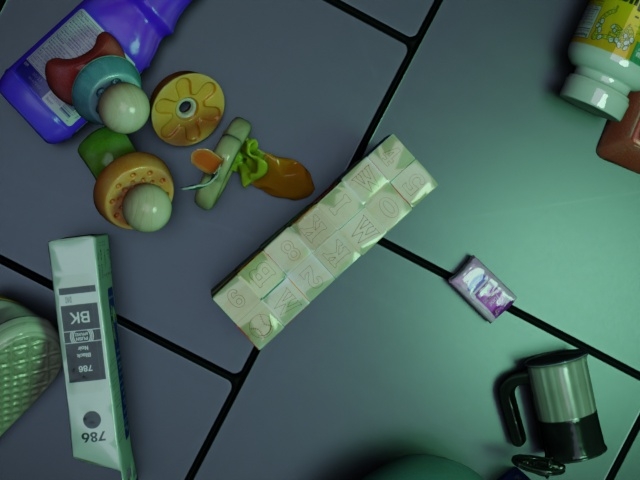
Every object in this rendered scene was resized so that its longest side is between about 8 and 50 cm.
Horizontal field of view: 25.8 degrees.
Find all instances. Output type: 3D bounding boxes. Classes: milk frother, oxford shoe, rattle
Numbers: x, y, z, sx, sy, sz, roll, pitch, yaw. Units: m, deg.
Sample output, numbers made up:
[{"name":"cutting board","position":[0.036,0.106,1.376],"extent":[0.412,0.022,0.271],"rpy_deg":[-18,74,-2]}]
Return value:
[{"name":"milk frother","position":[0.297,0.223,1.791],"extent":[0.129,0.143,0.134],"rpy_deg":[-13,94,4]},{"name":"oxford shoe","position":[-0.509,0.232,1.757],"extent":[0.449,0.169,0.130],"rpy_deg":[-42,50,6]},{"name":"rattle","position":[-0.089,-0.072,1.730],"extent":[0.143,0.200,0.130],"rpy_deg":[43,89,-4]}]

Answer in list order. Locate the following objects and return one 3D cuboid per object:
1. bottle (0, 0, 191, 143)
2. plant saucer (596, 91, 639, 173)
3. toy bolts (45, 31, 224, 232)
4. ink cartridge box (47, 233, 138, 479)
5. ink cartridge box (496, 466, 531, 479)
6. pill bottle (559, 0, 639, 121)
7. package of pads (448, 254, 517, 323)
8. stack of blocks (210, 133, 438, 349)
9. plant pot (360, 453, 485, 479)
[{"name":"bottle","position":[-0.271,-0.250,1.767],"extent":[0.283,0.092,0.118],"rpy_deg":[-43,98,-2]},{"name":"plant saucer","position":[0.532,-0.183,1.845],"extent":[0.259,0.048,0.258],"rpy_deg":[22,90,-5]},{"name":"toy bolts","position":[-0.207,-0.140,1.696],"extent":[0.218,0.158,0.228],"rpy_deg":[-35,131,-9]},{"name":"ink cartridge box","position":[-0.282,0.158,1.742],"extent":[0.065,0.165,0.332],"rpy_deg":[-8,91,-3]},{"name":"ink cartridge box","position":[0.304,0.398,1.820],"extent":[0.046,0.097,0.207],"rpy_deg":[-35,93,-2]},{"name":"pill bottle","position":[0.389,-0.264,1.796],"extent":[0.118,0.117,0.208],"rpy_deg":[25,92,-4]},{"name":"package of pads","position":[0.212,0.064,1.838],"extent":[0.083,0.032,0.050],"rpy_deg":[44,91,-4]},{"name":"stack of blocks","position":[0.000,0.000,1.753],"extent":[0.297,0.171,0.087],"rpy_deg":[-42,94,-3]},{"name":"plant pot","position":[0.126,0.385,1.745],"extent":[0.290,0.290,0.195],"rpy_deg":[23,53,-4]}]
